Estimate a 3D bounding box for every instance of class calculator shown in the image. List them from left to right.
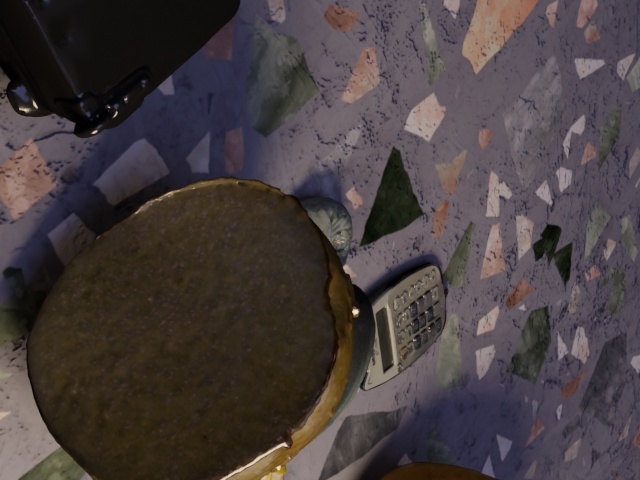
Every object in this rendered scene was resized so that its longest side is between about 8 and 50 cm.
[{"bbox_3d":[0.145,0.146,2.258,0.268,0.040,0.177,-29,123,-37],"label":"calculator"}]

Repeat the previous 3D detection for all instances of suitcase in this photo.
[{"bbox_3d":[-0.280,-0.346,1.543,0.339,0.188,0.345,-45,129,-25],"label":"suitcase"}]

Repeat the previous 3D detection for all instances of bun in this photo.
[{"bbox_3d":[0.000,0.000,2.027,0.141,0.083,0.141,-19,119,-39],"label":"bun"}]

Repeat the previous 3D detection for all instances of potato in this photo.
[{"bbox_3d":[-0.142,0.162,1.734,0.442,0.385,0.319,-45,161,-7],"label":"potato"}]

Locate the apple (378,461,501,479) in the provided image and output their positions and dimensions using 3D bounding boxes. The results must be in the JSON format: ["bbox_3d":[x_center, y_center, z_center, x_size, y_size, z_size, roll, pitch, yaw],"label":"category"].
[{"bbox_3d":[0.224,0.581,2.246,0.391,0.391,0.347,41,61,-45],"label":"apple"}]

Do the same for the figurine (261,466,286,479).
[{"bbox_3d":[-0.088,0.414,2.009,0.127,0.185,0.234,18,92,-67],"label":"figurine"}]

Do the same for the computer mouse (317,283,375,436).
[{"bbox_3d":[-0.044,0.217,1.955,0.374,0.203,0.114,-53,125,-28],"label":"computer mouse"}]
